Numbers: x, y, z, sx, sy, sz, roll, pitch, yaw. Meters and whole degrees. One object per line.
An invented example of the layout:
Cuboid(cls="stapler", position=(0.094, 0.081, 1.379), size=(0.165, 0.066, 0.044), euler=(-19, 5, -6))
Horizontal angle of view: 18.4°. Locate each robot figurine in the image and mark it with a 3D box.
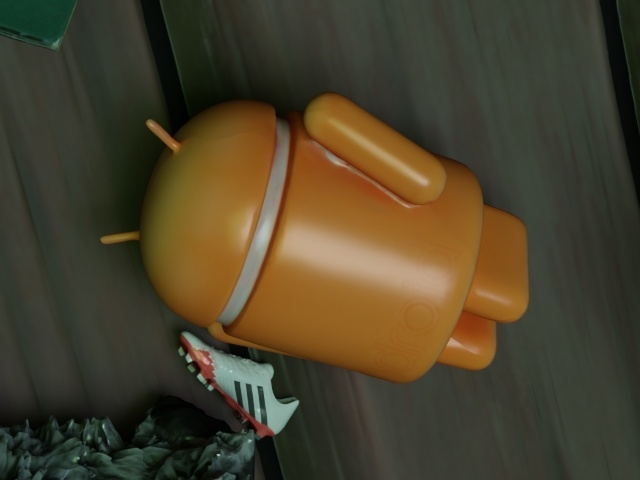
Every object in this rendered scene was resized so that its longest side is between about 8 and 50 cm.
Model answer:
Cuboid(cls="robot figurine", position=(0.001, -0.002, 1.041), size=(0.219, 0.158, 0.128), euler=(16, 83, -12))

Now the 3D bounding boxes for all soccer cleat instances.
Cuboid(cls="soccer cleat", position=(-0.046, 0.075, 1.105), size=(0.035, 0.029, 0.083), euler=(-44, 108, -6))

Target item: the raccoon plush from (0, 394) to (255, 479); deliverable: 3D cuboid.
Cuboid(cls="raccoon plush", position=(-0.191, 0.257, 1.042), size=(0.299, 0.216, 0.446), euler=(3, 103, -1))

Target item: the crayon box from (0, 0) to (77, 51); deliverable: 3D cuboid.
Cuboid(cls="crayon box", position=(-0.144, -0.271, 0.918), size=(0.081, 0.202, 0.318), euler=(15, 100, -42))
